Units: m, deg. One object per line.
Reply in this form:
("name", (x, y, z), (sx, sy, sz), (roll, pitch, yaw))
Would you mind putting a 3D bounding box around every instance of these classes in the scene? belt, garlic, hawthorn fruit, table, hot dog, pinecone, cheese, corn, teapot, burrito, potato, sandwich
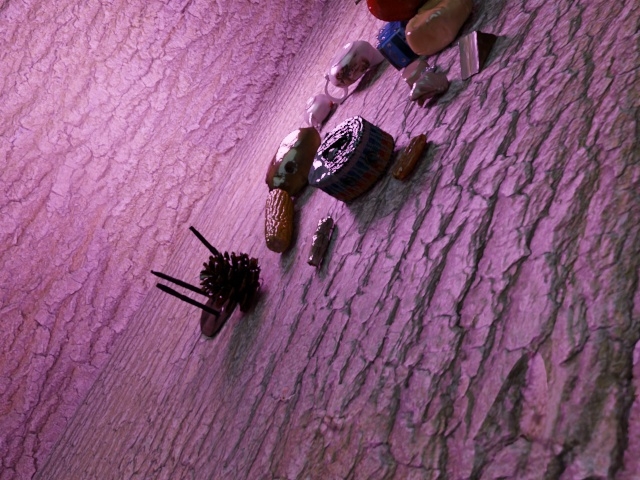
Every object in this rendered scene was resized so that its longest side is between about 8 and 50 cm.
("belt", (0.083, -0.224, 1.749), (0.258, 0.150, 0.206), (-33, 38, 46))
("garlic", (0.295, -0.420, 1.708), (0.113, 0.074, 0.094), (-41, 9, -9))
("hawthorn fruit", (0.228, -0.811, 2.036), (0.254, 0.205, 0.205), (-1, 45, 20))
("table", (-0.410, 0.118, 2.117), (0.317, 0.249, 0.317), (-45, 22, 23))
("hot dog", (0.227, -0.209, 1.563), (0.144, 0.038, 0.062), (-58, 18, -18))
("pinecone", (-0.279, 0.122, 1.922), (0.208, 0.208, 0.207), (-44, 22, 23))
("cheese", (0.370, -0.680, 1.924), (0.226, 0.117, 0.213), (-16, 38, 51))
("corn", (-0.132, -0.068, 2.033), (0.101, 0.102, 0.310), (-44, 29, 24))
("cheese", (0.293, -0.496, 1.871), (0.092, 0.048, 0.171), (-50, 21, 12))
("teapot", (-0.013, -0.528, 2.546), (0.145, 0.092, 0.226), (-35, 30, 43))
("teapot", (0.119, -0.664, 2.407), (0.298, 0.139, 0.204), (-38, 27, 30))
("burrito", (0.000, 0.000, 1.704), (0.041, 0.045, 0.185), (96, -172, -49))
("potato", (-0.094, -0.268, 2.223), (0.192, 0.141, 0.296), (2, 61, 53))
("sandwich", (0.415, -0.476, 1.632), (0.074, 0.074, 0.116), (-16, 74, 58))

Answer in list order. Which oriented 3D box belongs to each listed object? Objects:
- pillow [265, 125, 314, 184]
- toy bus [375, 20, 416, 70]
("pillow", (-0.128, -0.338, 2.456), (0.236, 0.084, 0.223), (-55, 9, -33))
("toy bus", (0.270, -0.684, 2.133), (0.134, 0.116, 0.234), (-39, 22, 27))
